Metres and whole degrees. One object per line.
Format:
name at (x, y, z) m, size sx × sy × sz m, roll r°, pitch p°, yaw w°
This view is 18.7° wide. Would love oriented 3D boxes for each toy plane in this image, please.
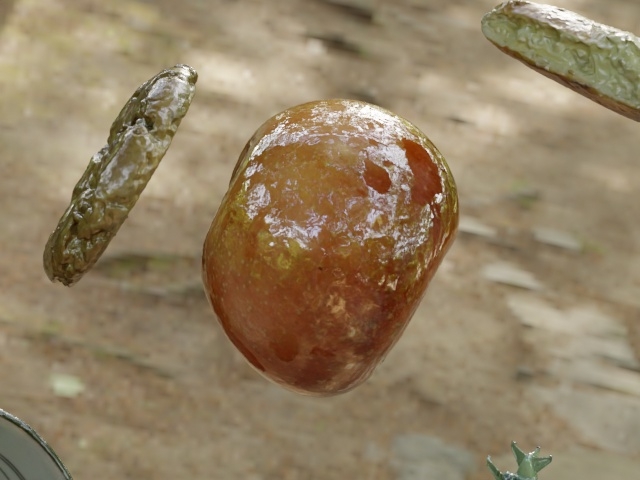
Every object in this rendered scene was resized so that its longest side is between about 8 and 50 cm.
toy plane at (0.168, 0.206, 1.590) m, size 0.080 × 0.083 × 0.033 m, roll 17°, pitch 27°, yaw 29°

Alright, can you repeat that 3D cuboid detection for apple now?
apple at (0.000, 0.000, 1.327) m, size 0.162 × 0.201 × 0.201 m, roll 32°, pitch 21°, yaw 4°

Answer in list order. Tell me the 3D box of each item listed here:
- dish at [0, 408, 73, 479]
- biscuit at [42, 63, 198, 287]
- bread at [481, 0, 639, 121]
dish at (-0.376, 0.305, 1.842) m, size 0.316 × 0.316 × 0.106 m, roll 0°, pitch -7°, yaw -29°
biscuit at (-0.171, -0.057, 1.628) m, size 0.042 × 0.226 × 0.226 m, roll 31°, pitch 16°, yaw -10°
bread at (0.204, -0.115, 1.342) m, size 0.154 × 0.054 × 0.136 m, roll 35°, pitch 6°, yaw 41°
